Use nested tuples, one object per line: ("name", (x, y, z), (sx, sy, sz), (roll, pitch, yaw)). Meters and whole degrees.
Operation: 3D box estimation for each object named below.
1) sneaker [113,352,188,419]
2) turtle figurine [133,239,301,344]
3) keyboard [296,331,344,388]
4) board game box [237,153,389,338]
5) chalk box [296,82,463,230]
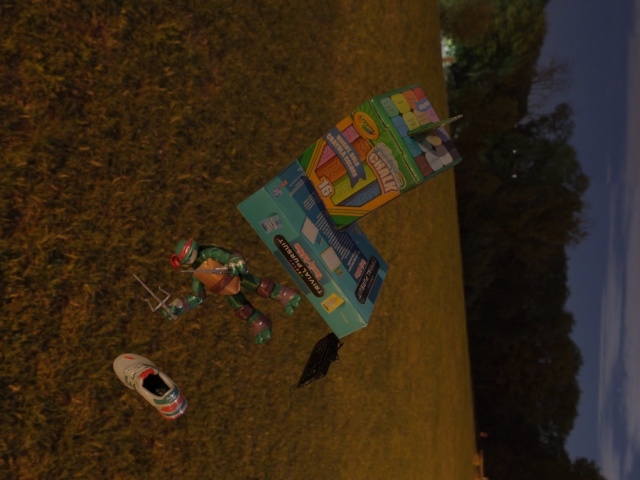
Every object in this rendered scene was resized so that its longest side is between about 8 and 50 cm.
("sneaker", (-0.282, 0.220, 0.863), (0.057, 0.161, 0.075), (-41, 147, -32))
("turtle figurine", (-0.156, 0.065, 0.835), (0.234, 0.175, 0.118), (33, 40, -21))
("keyboard", (0.000, 0.238, 1.141), (0.038, 0.100, 0.192), (56, 18, -9))
("board game box", (0.000, 0.000, 1.127), (0.336, 0.079, 0.254), (54, 28, -10))
("chalk box", (0.132, -0.174, 1.016), (0.180, 0.289, 0.179), (-30, 89, -46))
